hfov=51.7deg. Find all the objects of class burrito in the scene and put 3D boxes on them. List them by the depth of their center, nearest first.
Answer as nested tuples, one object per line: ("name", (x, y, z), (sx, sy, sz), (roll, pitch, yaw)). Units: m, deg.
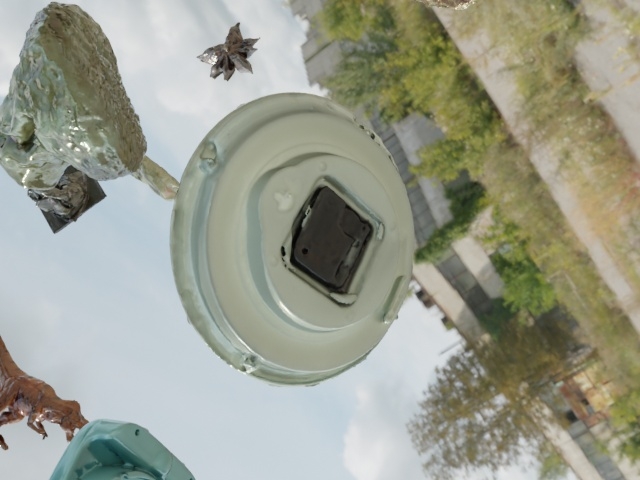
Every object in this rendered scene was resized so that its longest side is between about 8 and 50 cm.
("burrito", (-0.302, -0.127, 1.063), (0.185, 0.045, 0.041), (37, -149, 3))

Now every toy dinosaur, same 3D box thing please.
("toy dinosaur", (-0.716, 0.352, 1.502), (0.432, 0.208, 0.097), (36, 158, 13))

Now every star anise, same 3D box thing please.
("star anise", (-0.164, -0.352, 1.269), (0.129, 0.124, 0.056), (49, 179, 30))

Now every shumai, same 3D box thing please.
("shumai", (-0.346, -0.159, 0.834), (0.272, 0.203, 0.222), (90, 162, -70))

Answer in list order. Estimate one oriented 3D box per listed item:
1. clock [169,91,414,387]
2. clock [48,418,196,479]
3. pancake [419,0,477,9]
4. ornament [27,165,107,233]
("clock", (0.000, 0.000, 0.519), (0.053, 0.236, 0.236), (3, 141, 53))
("clock", (-0.292, 0.408, 0.912), (0.224, 0.094, 0.274), (59, -142, -39))
("pancake", (0.258, -0.619, 1.438), (0.257, 0.056, 0.213), (27, 135, 42))
("ornament", (-0.620, -0.143, 1.499), (0.166, 0.153, 0.196), (49, 175, 28))
